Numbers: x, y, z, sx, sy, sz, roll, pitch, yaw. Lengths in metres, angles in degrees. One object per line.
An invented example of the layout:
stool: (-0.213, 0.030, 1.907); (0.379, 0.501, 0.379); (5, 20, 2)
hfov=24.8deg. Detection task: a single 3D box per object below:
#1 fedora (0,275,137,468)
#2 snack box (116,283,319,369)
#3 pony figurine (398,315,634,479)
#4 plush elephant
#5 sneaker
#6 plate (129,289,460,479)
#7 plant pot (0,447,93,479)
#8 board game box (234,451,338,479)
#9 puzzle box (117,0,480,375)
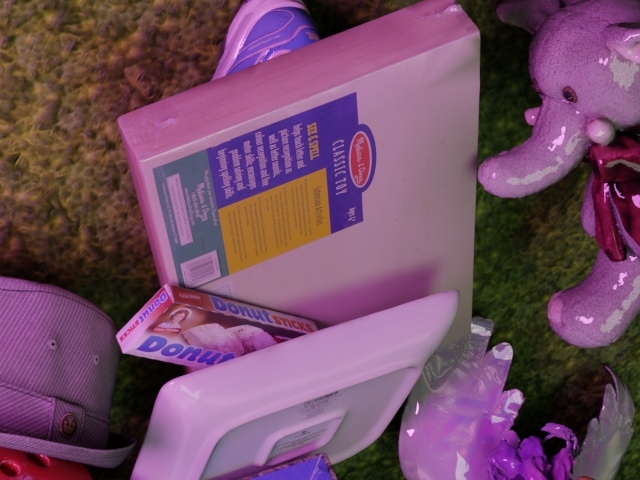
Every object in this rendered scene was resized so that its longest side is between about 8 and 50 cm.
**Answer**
fedora: (-0.255, 0.086, 1.111); (0.275, 0.243, 0.124); (22, 80, -42)
snack box: (-0.078, 0.077, 1.171); (0.064, 0.022, 0.178); (-44, 144, 23)
pony figurine: (0.204, 0.285, 1.420); (0.303, 0.363, 0.351); (24, 93, -29)
plush elephant: (0.250, -0.081, 1.179); (0.255, 0.272, 0.330); (30, 91, -17)
sneaker: (-0.060, -0.093, 1.156); (0.080, 0.081, 0.211); (6, 119, -32)
plate: (-0.025, 0.158, 1.276); (0.277, 0.045, 0.278); (-16, 154, -24)
plant pot: (-0.303, 0.239, 1.191); (0.174, 0.191, 0.191); (30, 105, -29)
board game box: (-0.093, 0.346, 1.331); (0.232, 0.141, 0.291); (-15, 150, -18)
puzzle box: (0.000, 0.000, 1.200); (0.272, 0.052, 0.409); (-22, 144, -12)
